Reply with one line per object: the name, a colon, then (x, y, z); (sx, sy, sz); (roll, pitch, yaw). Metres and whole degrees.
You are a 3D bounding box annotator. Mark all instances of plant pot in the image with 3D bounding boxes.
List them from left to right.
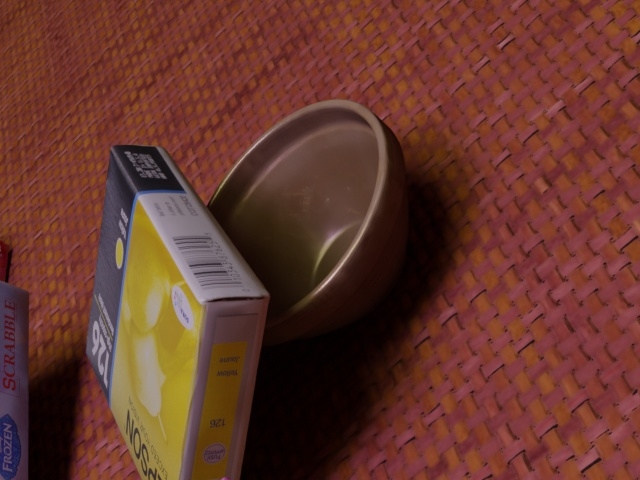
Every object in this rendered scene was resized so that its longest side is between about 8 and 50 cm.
plant pot: (0.000, 0.000, 1.120); (0.237, 0.110, 0.237); (-29, 43, 31)

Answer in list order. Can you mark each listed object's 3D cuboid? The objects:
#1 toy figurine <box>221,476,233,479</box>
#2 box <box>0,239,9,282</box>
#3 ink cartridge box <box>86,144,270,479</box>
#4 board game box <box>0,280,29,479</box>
toy figurine: (-0.028, 0.223, 0.918); (0.130, 0.159, 0.173); (-41, 36, 17)
box: (-0.543, 0.084, 1.663); (0.257, 0.122, 0.128); (-33, 40, 26)
ink cartridge box: (-0.140, 0.113, 1.088); (0.303, 0.072, 0.307); (-132, 49, -55)
board game box: (-0.434, 0.243, 1.336); (0.318, 0.066, 0.318); (-31, 51, 30)
